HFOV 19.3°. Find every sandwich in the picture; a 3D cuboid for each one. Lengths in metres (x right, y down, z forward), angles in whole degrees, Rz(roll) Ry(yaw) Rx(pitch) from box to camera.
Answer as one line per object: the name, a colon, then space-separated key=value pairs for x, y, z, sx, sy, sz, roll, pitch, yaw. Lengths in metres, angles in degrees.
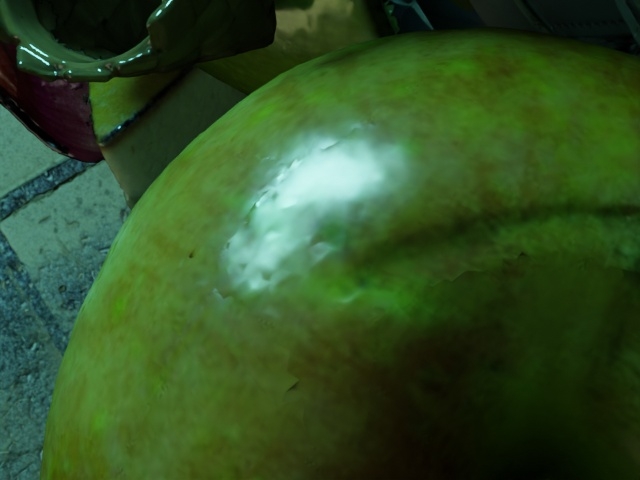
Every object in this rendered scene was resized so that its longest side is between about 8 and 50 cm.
sandwich: x=-0.053 y=-0.116 z=1.194 sx=0.220 sy=0.186 sz=0.108 roll=-104 pitch=-9 yaw=-55

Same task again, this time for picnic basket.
picnic basket: x=-0.104 y=-0.134 z=0.780 sx=0.128 sy=0.178 sz=0.138 roll=3 pitch=100 yaw=40

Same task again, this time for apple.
apple: x=0.059 y=0.083 z=0.738 sx=0.339 sy=0.339 sz=0.339 roll=57 pitch=170 yaw=15

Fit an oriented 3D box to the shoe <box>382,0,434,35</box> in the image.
shoe: x=0.024 y=-0.104 z=1.088 sx=0.169 sy=0.099 sz=0.071 roll=44 pitch=159 yaw=57

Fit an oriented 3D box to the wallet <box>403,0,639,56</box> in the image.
wallet: x=0.069 y=-0.154 z=0.799 sx=0.170 sy=0.069 sz=0.231 roll=67 pitch=169 yaw=-16

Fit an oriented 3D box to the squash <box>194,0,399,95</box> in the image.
squash: x=-0.018 y=-0.187 z=0.961 sx=0.309 sy=0.210 sz=0.234 roll=28 pitch=152 yaw=44

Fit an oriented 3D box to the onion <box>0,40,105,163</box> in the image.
onion: x=-0.192 y=-0.209 z=1.537 sx=0.256 sy=0.272 sz=0.230 roll=20 pitch=155 yaw=10
